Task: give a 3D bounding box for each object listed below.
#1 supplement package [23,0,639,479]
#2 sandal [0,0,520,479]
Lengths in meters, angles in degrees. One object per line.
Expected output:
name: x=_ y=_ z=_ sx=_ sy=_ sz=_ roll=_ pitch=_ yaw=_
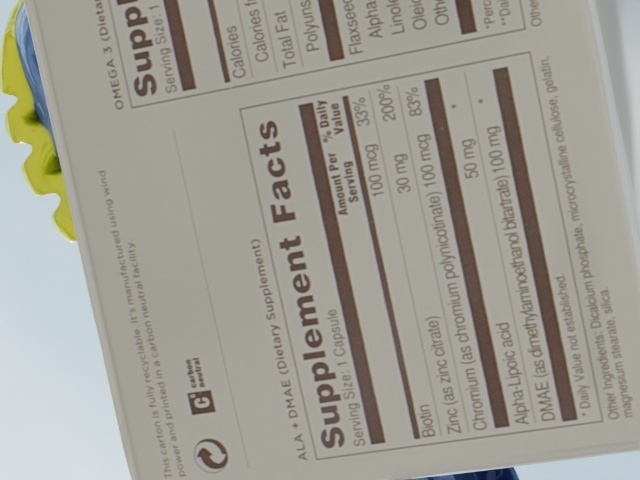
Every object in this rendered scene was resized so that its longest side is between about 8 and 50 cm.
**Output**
supplement package: x=0.035 y=-0.059 z=0.599 sx=0.145 sy=0.262 sz=0.204 roll=-10 pitch=-84 yaw=18
sandal: x=0.000 y=0.000 z=0.825 sx=0.138 sy=0.126 sz=0.317 roll=-39 pitch=-84 yaw=29
